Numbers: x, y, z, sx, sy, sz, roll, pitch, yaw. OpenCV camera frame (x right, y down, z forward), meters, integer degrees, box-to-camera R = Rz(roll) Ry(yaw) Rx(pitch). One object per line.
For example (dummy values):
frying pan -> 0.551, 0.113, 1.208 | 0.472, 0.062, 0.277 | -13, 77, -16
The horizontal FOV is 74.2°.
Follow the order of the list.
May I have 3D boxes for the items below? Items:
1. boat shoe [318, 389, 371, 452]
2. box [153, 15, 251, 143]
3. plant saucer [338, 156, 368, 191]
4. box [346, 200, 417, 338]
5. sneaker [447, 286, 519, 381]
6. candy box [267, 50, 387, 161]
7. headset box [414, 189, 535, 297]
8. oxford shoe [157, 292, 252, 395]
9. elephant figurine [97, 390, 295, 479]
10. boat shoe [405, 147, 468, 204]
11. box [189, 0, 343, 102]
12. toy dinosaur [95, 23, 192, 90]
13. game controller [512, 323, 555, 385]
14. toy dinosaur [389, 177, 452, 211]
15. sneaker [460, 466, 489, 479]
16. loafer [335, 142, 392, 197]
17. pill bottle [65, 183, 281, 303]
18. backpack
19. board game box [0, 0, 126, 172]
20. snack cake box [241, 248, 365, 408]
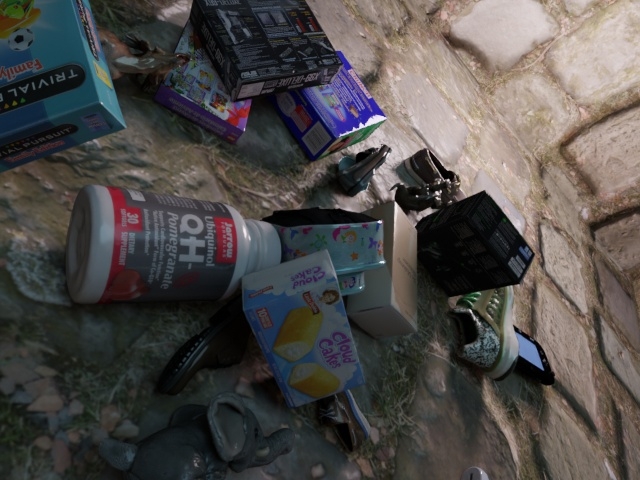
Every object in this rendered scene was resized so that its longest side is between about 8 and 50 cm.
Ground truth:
boat shoe -> 0.033, 0.339, 0.844 | 0.183, 0.066, 0.066 | 53, 43, -4
box -> -0.260, -0.395, 1.023 | 0.200, 0.057, 0.294 | 26, 50, -28
plant saucer -> 0.093, -0.193, 1.257 | 0.119, 0.021, 0.120 | 22, 53, -33
box -> 0.161, 0.072, 1.065 | 0.148, 0.121, 0.311 | 44, 41, -39
sneaker -> 0.483, 0.210, 1.305 | 0.181, 0.158, 0.411 | 21, 46, -12
candy box -> 0.021, -0.405, 1.245 | 0.268, 0.122, 0.317 | 55, 43, 1
headset box -> 0.425, 0.024, 1.256 | 0.246, 0.283, 0.131 | 49, 58, -7
oxford shoe -> -0.177, 0.190, 0.729 | 0.096, 0.082, 0.227 | 55, 43, -8
elephant figurine -> -0.161, 0.307, 0.639 | 0.239, 0.169, 0.186 | -46, 141, -55
boat shoe -> 0.452, -0.214, 1.551 | 0.324, 0.096, 0.117 | 37, 45, -21
box -> -0.127, -0.487, 1.043 | 0.307, 0.076, 0.243 | -25, 81, -32
toy dinosaur -> -0.425, -0.371, 0.816 | 0.295, 0.127, 0.200 | 34, 38, -7
game controller -> 0.685, 0.371, 1.436 | 0.319, 0.067, 0.167 | 32, 47, -26
toy dinosaur -> 0.317, -0.134, 1.357 | 0.313, 0.160, 0.121 | -16, 92, -37
sneaker -> 0.354, 0.642, 0.939 | 0.091, 0.094, 0.258 | 46, 42, -5
loafer -> 0.131, -0.228, 1.232 | 0.084, 0.096, 0.267 | 43, 45, -6
pill bottle -> -0.231, 0.016, 0.710 | 0.318, 0.176, 0.177 | 5, 62, -41
backpack -> 0.006, 0.018, 0.859 | 0.225, 0.253, 0.191 | -5, 91, -28
board game box -> -0.468, -0.284, 0.632 | 0.253, 0.079, 0.336 | -21, 77, -3
snack cake box -> -0.023, 0.161, 0.737 | 0.089, 0.152, 0.265 | -109, -177, -56
